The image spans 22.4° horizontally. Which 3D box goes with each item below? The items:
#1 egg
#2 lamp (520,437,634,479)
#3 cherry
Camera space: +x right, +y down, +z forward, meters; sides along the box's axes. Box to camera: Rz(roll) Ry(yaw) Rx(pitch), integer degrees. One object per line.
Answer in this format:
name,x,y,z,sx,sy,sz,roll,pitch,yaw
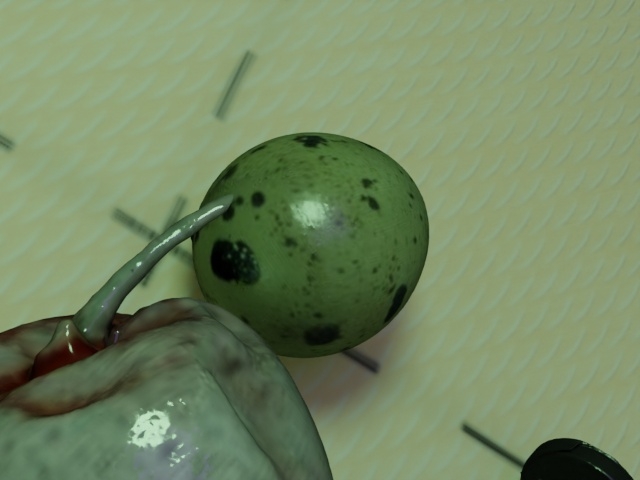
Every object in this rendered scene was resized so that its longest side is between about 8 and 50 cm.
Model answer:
egg,0.000,0.000,1.284,0.228,0.177,0.177,-20,76,-55
lamp,0.085,0.264,1.273,0.371,0.130,0.108,-23,34,-24
cherry,-0.117,0.193,0.999,0.291,0.326,0.335,-28,81,-31
